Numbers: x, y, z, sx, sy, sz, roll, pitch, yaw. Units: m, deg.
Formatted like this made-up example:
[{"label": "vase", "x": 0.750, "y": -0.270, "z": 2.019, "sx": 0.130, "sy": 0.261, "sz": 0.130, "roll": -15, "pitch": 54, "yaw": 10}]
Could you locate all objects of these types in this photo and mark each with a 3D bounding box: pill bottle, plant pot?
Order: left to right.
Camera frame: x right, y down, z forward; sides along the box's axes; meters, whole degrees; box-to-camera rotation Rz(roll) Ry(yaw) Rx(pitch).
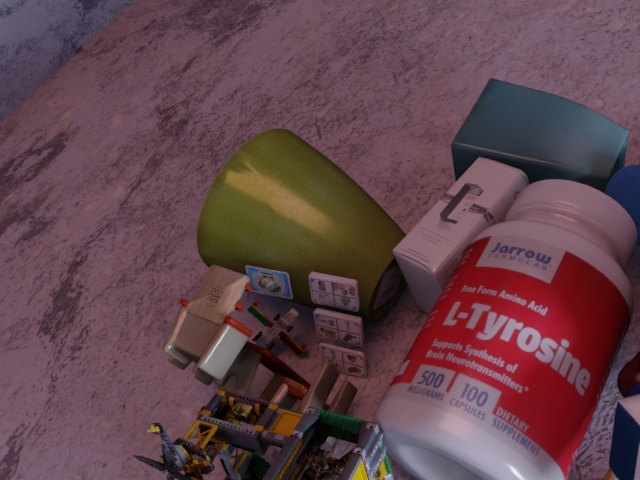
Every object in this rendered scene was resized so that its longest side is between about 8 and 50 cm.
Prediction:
[{"label": "plant pot", "x": 0.000, "y": 0.000, "z": 1.141, "sx": 0.294, "sy": 0.274, "sz": 0.274, "roll": 30, "pitch": 67, "yaw": 25}, {"label": "pill bottle", "x": 0.255, "y": 0.125, "z": 0.893, "sx": 0.229, "sy": 0.229, "sz": 0.407, "roll": 14, "pitch": 58, "yaw": 35}, {"label": "plant pot", "x": 0.360, "y": -0.130, "z": 1.130, "sx": 0.234, "sy": 0.165, "sz": 0.165, "roll": 19, "pitch": 61, "yaw": 28}]

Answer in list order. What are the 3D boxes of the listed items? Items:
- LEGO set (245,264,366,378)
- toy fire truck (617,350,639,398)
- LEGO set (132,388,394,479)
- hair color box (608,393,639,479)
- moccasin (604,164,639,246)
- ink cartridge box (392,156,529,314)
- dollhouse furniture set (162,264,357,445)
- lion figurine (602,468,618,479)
[{"label": "LEGO set", "x": -0.039, "y": 0.110, "z": 1.089, "sx": 0.244, "sy": 0.182, "sz": 0.060, "roll": 8, "pitch": 35, "yaw": 26}, {"label": "toy fire truck", "x": 0.432, "y": 0.069, "z": 0.759, "sx": 0.254, "sy": 0.302, "sz": 0.169, "roll": -33, "pitch": 68, "yaw": -23}, {"label": "LEGO set", "x": -0.057, "y": 0.332, "z": 0.844, "sx": 0.331, "sy": 0.254, "sz": 0.192, "roll": 14, "pitch": 42, "yaw": 25}, {"label": "hair color box", "x": 0.480, "y": 0.199, "z": 0.658, "sx": 0.347, "sy": 0.105, "sz": 0.174, "roll": -13, "pitch": 32, "yaw": -7}, {"label": "moccasin", "x": 0.546, "y": 0.012, "z": 0.934, "sx": 0.342, "sy": 0.117, "sz": 0.137, "roll": 40, "pitch": 110, "yaw": 32}, {"label": "ink cartridge box", "x": 0.228, "y": 0.004, "z": 1.065, "sx": 0.218, "sy": 0.158, "sz": 0.092, "roll": -44, "pitch": 45, "yaw": -16}, {"label": "dollhouse furniture set", "x": -0.098, "y": 0.160, "z": 1.017, "sx": 0.262, "sy": 0.259, "sz": 0.135, "roll": 16, "pitch": 69, "yaw": 34}, {"label": "lion figurine", "x": 0.387, "y": 0.367, "z": 0.698, "sx": 0.240, "sy": 0.142, "sz": 0.392, "roll": -42, "pitch": 31, "yaw": -3}]
